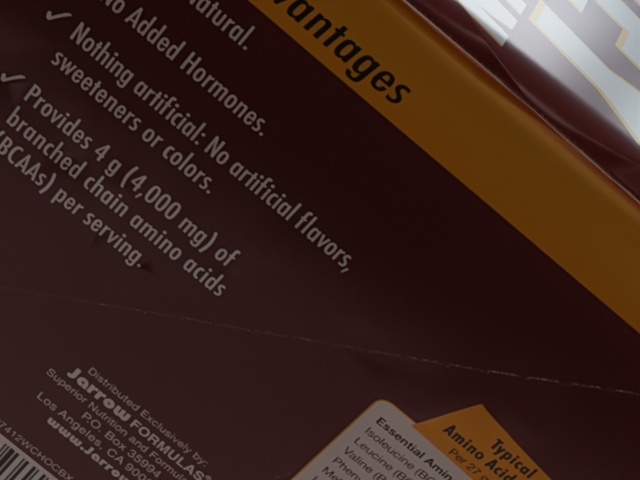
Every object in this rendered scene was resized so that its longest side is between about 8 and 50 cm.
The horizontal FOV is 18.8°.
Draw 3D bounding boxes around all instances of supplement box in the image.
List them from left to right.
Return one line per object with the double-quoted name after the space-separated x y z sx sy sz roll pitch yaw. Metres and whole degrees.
0.000 0.000 0.445 0.194 0.191 0.129 -46 -173 35 "supplement box"
